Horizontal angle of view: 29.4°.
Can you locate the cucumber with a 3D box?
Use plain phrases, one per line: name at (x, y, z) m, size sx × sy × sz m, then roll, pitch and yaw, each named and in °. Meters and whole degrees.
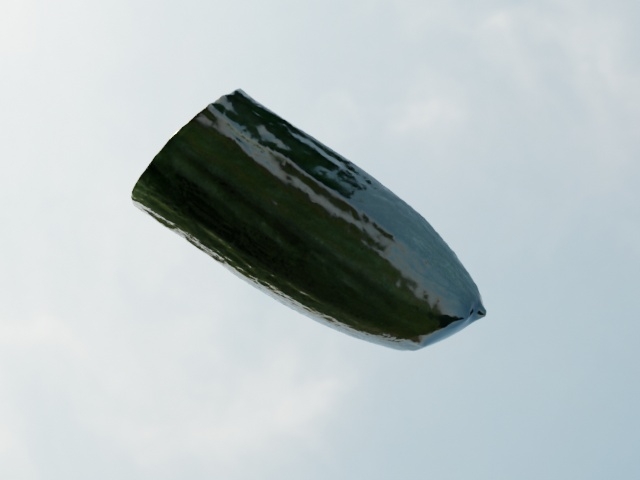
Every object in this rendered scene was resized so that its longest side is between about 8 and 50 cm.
cucumber at (0.000, 0.000, 0.359) m, size 0.105 × 0.048 × 0.048 m, roll 33°, pitch -49°, yaw 1°
